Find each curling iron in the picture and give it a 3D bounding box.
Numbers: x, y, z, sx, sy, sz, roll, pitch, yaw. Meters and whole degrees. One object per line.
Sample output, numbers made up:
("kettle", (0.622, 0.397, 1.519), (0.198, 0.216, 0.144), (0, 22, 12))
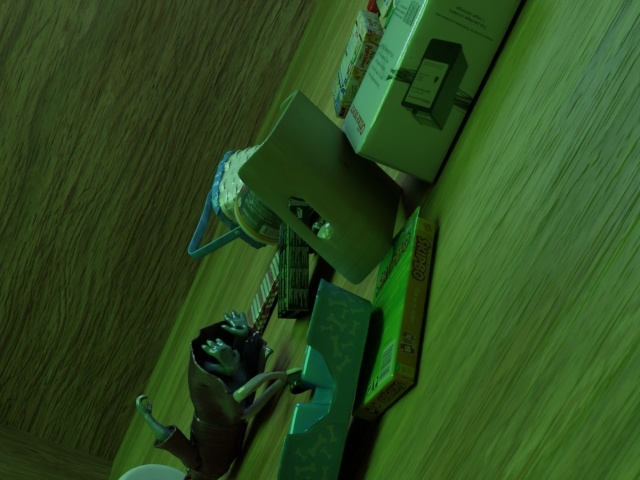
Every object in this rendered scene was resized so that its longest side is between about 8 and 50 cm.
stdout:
("curling iron", (0.000, 0.000, 1.791), (0.274, 0.068, 0.035), (134, 154, -74))

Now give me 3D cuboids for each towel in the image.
("towel", (-0.109, 0.105, 2.161), (0.197, 0.029, 0.144), (-64, 12, 9))

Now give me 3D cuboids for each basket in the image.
("basket", (-0.187, -0.090, 2.348), (0.289, 0.201, 0.255), (-21, 38, 31))

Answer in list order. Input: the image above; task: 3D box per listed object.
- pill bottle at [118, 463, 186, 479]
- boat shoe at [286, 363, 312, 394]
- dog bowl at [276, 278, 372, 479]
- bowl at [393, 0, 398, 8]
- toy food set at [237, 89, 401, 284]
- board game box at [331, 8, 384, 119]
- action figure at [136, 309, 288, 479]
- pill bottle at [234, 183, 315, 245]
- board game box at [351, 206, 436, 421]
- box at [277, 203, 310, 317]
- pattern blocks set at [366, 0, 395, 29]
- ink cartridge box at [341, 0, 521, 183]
("pill bottle", (-0.372, 0.628, 1.959), (0.204, 0.204, 0.361), (-83, 19, -51))
("boat shoe", (-0.011, 0.206, 1.492), (0.133, 0.049, 0.042), (-36, 61, 57))
("dog bowl", (0.004, 0.199, 1.233), (0.166, 0.074, 0.297), (95, -173, -78))
("bowl", (0.196, -0.456, 1.653), (0.170, 0.080, 0.170), (-158, 90, -78))
("toy food set", (0.001, -0.081, 1.385), (0.092, 0.220, 0.306), (-43, 12, 22))
("board game box", (0.076, -0.367, 2.047), (0.147, 0.045, 0.193), (-96, 23, -58))
("action figure", (-0.177, 0.332, 1.833), (0.275, 0.248, 0.370), (29, 116, 36))
("pill bottle", (-0.065, -0.123, 2.029), (0.278, 0.162, 0.162), (126, 162, -49))
("board game box", (0.095, 0.088, 1.233), (0.124, 0.039, 0.259), (125, 160, -52))
("box", (-0.049, 0.042, 1.775), (0.184, 0.045, 0.191), (135, 137, -76))
("pattern blocks set", (0.166, -0.557, 2.101), (0.325, 0.026, 0.285), (-87, 21, -57))
("ink cartridge box", (0.150, -0.251, 1.383), (0.211, 0.121, 0.289), (-102, 35, -71))
